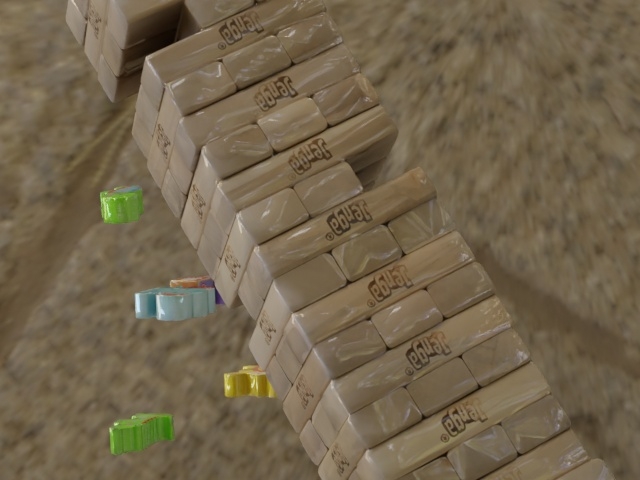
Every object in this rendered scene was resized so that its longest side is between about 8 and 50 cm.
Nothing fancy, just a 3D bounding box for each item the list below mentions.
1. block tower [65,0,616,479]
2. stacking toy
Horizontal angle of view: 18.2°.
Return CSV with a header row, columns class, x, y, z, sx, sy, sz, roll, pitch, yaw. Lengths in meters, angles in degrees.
class,x,y,z,sx,sy,sz,roll,pitch,yaw
block tower,0.000,0.000,0.909,0.097,0.091,0.335,-27,76,-18
stacking toy,-0.076,0.038,1.328,0.052,0.221,0.167,0,98,26
